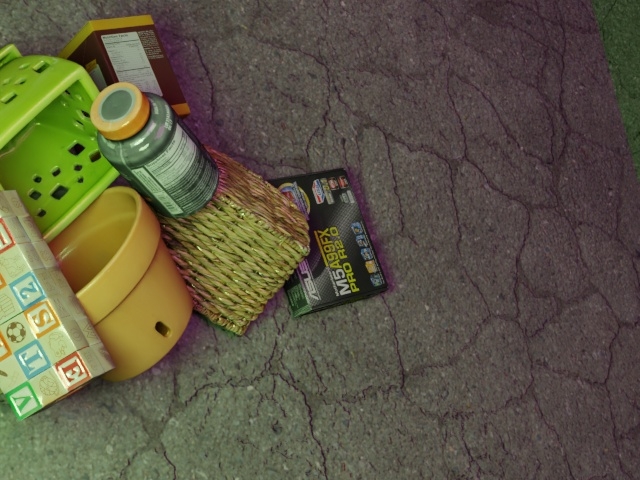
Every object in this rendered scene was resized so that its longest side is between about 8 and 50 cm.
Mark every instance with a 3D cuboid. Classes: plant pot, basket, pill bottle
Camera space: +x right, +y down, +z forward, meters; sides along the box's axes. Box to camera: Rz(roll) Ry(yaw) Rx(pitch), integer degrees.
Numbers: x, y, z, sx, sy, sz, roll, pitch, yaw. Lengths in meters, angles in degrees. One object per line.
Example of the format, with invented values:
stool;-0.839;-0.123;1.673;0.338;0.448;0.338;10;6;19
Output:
plant pot;-0.339;0.085;1.790;0.203;0.291;0.291;50;46;-31
plant pot;-0.470;-0.160;1.771;0.227;0.207;0.228;-48;145;-21
basket;-0.198;-0.018;2.048;0.299;0.223;0.213;32;20;-19
pill bottle;-0.263;-0.145;1.760;0.246;0.130;0.130;54;35;-56

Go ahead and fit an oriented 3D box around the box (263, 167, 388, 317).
box;0.000;0.000;2.227;0.216;0.060;0.270;-11;77;-41

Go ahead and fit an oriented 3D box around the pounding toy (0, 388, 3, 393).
pounding toy;-0.543;0.196;1.621;0.206;0.181;0.094;-12;78;-41

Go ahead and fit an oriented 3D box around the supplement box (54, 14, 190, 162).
supplement box;-0.359;-0.262;1.973;0.129;0.191;0.194;-17;81;-42

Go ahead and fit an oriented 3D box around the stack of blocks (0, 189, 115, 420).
stack of blocks;-0.443;0.098;1.588;0.297;0.171;0.087;59;12;3
